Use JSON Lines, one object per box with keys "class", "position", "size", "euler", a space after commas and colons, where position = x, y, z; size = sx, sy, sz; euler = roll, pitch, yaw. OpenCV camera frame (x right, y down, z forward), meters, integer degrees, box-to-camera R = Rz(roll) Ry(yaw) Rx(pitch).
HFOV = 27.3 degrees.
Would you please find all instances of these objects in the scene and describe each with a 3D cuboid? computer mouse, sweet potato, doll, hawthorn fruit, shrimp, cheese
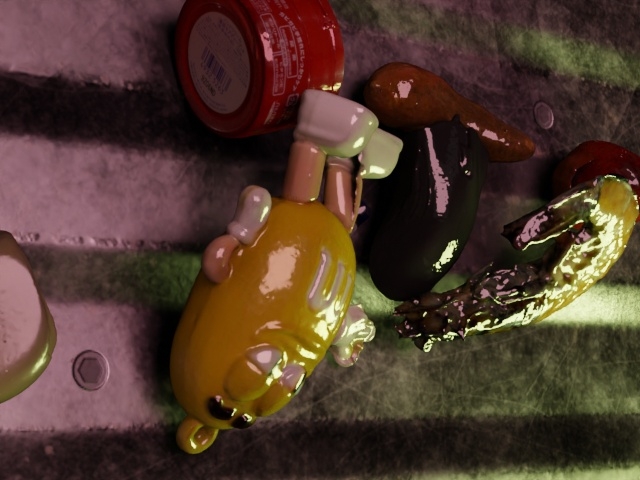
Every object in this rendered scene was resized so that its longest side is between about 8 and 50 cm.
{"class": "computer mouse", "position": [0.159, -0.041, 1.753], "size": [0.147, 0.088, 0.264], "euler": [13, 90, -40]}
{"class": "sweet potato", "position": [0.174, -0.173, 1.830], "size": [0.292, 0.097, 0.097], "euler": [19, 69, -31]}
{"class": "doll", "position": [-0.025, 0.026, 1.559], "size": [0.348, 0.161, 0.423], "euler": [-13, 117, -48]}
{"class": "hawthorn fruit", "position": [0.432, -0.076, 1.977], "size": [0.148, 0.172, 0.148], "euler": [-16, 114, -40]}
{"class": "shrimp", "position": [0.277, 0.036, 1.796], "size": [0.445, 0.272, 0.085], "euler": [-19, 55, -32]}
{"class": "cheese", "position": [-0.367, 0.088, 1.337], "size": [0.202, 0.091, 0.175], "euler": [-18, 91, -41]}

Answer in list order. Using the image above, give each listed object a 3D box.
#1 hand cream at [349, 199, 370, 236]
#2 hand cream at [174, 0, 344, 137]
{"class": "hand cream", "position": [0.000, 0.000, 1.697], "size": [0.163, 0.039, 0.062], "euler": [-39, 107, -32]}
{"class": "hand cream", "position": [-0.076, -0.222, 1.576], "size": [0.125, 0.193, 0.193], "euler": [-14, 90, -38]}
